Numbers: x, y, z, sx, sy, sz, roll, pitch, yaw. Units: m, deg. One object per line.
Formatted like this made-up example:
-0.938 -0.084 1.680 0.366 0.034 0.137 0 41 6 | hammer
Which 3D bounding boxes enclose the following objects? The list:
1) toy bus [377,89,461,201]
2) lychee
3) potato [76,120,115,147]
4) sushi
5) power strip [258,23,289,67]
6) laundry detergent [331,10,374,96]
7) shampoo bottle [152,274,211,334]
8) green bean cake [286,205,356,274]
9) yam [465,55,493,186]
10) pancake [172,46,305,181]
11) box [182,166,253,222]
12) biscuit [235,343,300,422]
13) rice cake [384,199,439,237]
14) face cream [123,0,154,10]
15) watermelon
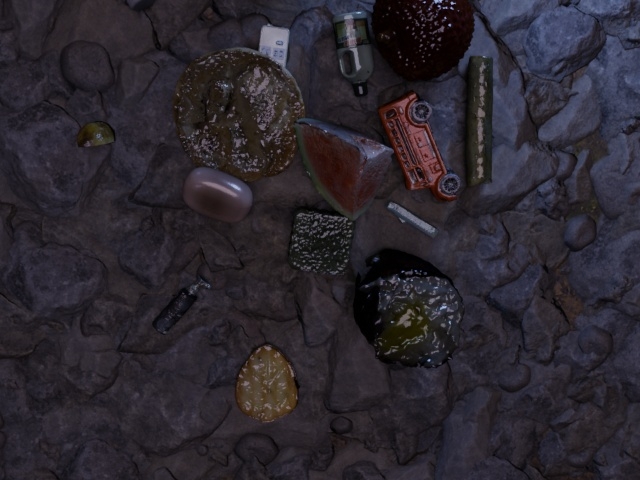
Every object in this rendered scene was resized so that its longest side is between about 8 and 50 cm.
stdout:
0.282 -0.253 1.777 0.153 0.143 0.329 -23 104 11 | toy bus
0.268 -0.564 1.649 0.304 0.276 0.275 -23 104 -25 | lychee
-0.626 -0.292 1.722 0.096 0.103 0.066 -8 105 -4 | potato
0.241 0.187 1.783 0.282 0.294 0.299 -5 101 -3 | sushi
-0.135 -0.505 1.745 0.082 0.035 0.192 8 101 -4 | power strip
0.096 -0.515 1.742 0.099 0.070 0.225 -12 104 -10 | laundry detergent
-0.413 0.190 1.860 0.063 0.057 0.207 41 97 -10 | shampoo bottle
0.000 0.000 1.830 0.184 0.094 0.184 7 102 -6 | green bean cake
0.457 -0.341 1.800 0.083 0.083 0.371 -4 102 -3 | yam
-0.225 -0.344 1.737 0.387 0.082 0.386 0 113 0 | pancake
-0.292 -0.127 1.771 0.200 0.088 0.146 22 131 -10 | box
-0.164 0.444 1.942 0.203 0.041 0.259 0 101 -1 | biscuit
0.272 -0.062 1.867 0.180 0.030 0.042 31 102 -8 | rice cake
-0.492 -0.669 1.658 0.091 0.091 0.095 -29 94 2 | face cream
0.065 -0.216 1.719 0.232 0.193 0.310 -26 84 36 | watermelon
